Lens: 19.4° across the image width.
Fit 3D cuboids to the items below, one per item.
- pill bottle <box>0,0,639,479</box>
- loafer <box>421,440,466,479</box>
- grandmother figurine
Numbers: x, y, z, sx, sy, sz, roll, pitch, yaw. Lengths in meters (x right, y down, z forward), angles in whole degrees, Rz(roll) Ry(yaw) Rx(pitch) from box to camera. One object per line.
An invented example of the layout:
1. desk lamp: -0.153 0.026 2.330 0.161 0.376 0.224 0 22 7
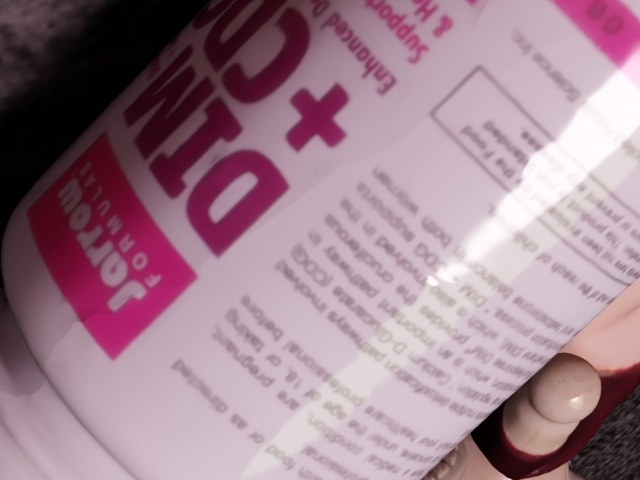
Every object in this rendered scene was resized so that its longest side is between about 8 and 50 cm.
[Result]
1. pill bottle: 0.000 0.000 0.610 0.283 0.160 0.160 -45 148 12
2. loafer: -0.070 0.112 0.758 0.268 0.102 0.092 -10 142 -22
3. grandmother figurine: 0.119 0.025 0.811 0.208 0.104 0.342 -31 153 -48
